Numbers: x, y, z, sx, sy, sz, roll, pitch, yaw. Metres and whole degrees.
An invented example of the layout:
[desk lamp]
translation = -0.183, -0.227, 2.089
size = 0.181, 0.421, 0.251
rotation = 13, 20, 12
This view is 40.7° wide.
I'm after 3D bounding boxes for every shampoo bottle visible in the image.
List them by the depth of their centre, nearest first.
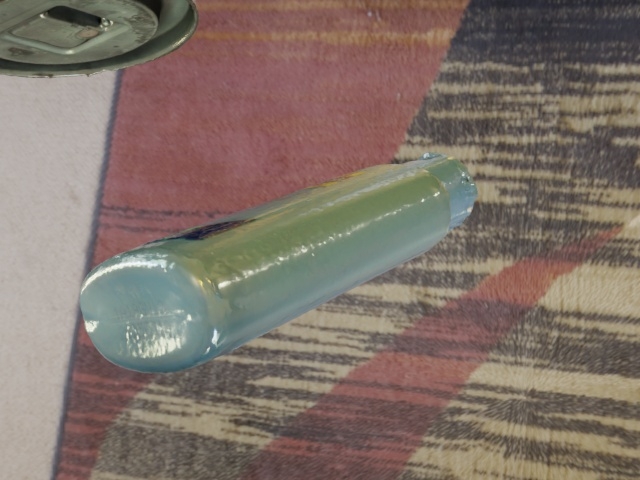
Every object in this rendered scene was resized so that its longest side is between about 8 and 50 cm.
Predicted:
[shampoo bottle]
translation = 0.000, 0.000, 0.480
size = 0.103, 0.258, 0.061
rotation = -11, 98, 43

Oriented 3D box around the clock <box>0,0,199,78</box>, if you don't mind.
[clock]
translation = -0.305, -0.273, 1.017
size = 0.318, 0.319, 0.066
rotation = -11, 83, 11
